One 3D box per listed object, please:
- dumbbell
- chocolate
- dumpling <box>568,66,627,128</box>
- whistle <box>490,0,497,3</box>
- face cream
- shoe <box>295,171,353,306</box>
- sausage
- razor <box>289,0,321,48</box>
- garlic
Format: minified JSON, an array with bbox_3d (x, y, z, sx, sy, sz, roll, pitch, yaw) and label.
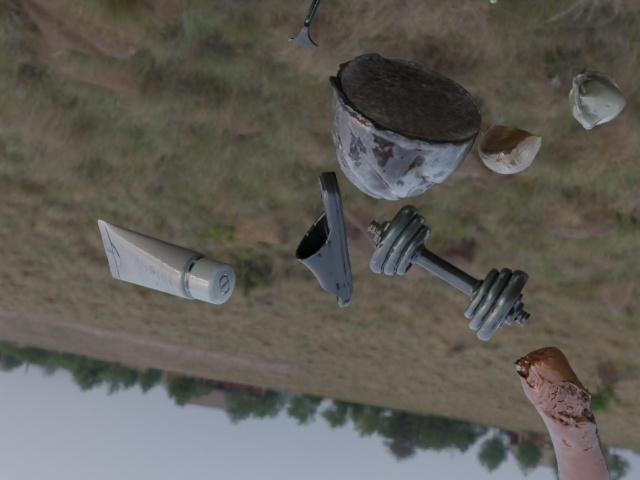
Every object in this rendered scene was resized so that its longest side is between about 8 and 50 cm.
[{"bbox_3d":[0.281,0.069,1.935,0.406,0.179,0.179,32,173,11],"label":"dumbbell"},{"bbox_3d":[0.140,-0.195,1.684,0.303,0.303,0.213,10,128,-11],"label":"chocolate"},{"bbox_3d":[0.589,-0.311,1.887,0.188,0.127,0.108,-28,175,-36],"label":"dumpling"},{"bbox_3d":[0.207,-0.465,1.159,0.141,0.294,0.141,-18,-166,5],"label":"whistle"},{"bbox_3d":[-0.311,0.051,1.700,0.314,0.089,0.143,13,128,29],"label":"face cream"},{"bbox_3d":[0.000,0.000,1.494,0.093,0.241,0.108,-8,-154,-2],"label":"shoe"},{"bbox_3d":[0.319,0.249,1.107,0.078,0.078,0.304,0,132,36],"label":"sausage"},{"bbox_3d":[-0.005,-0.500,1.838,0.066,0.190,0.033,19,171,12],"label":"razor"},{"bbox_3d":[0.412,-0.201,1.954,0.087,0.101,0.195,31,180,-22],"label":"garlic"}]
